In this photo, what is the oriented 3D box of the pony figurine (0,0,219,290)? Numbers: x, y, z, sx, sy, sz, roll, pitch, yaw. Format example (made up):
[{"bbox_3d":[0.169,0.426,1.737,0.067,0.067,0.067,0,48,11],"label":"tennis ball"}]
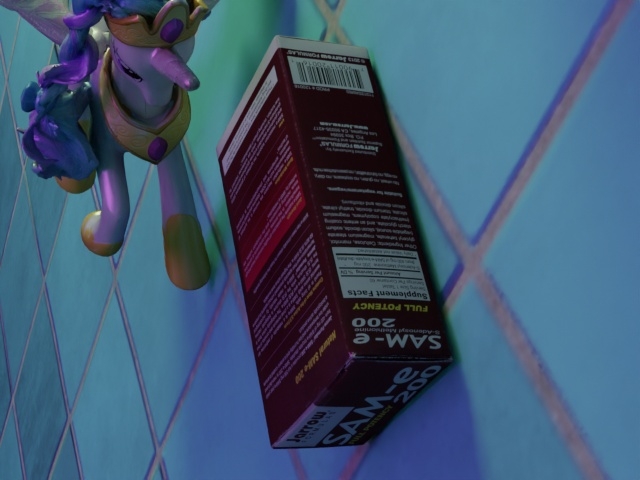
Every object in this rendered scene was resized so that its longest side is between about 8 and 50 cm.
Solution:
[{"bbox_3d":[-0.159,-0.171,0.890,0.363,0.303,0.351,108,147,-58],"label":"pony figurine"}]

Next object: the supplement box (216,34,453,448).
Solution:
[{"bbox_3d":[0.000,0.000,0.722,0.130,0.073,0.239,126,140,-49],"label":"supplement box"}]
